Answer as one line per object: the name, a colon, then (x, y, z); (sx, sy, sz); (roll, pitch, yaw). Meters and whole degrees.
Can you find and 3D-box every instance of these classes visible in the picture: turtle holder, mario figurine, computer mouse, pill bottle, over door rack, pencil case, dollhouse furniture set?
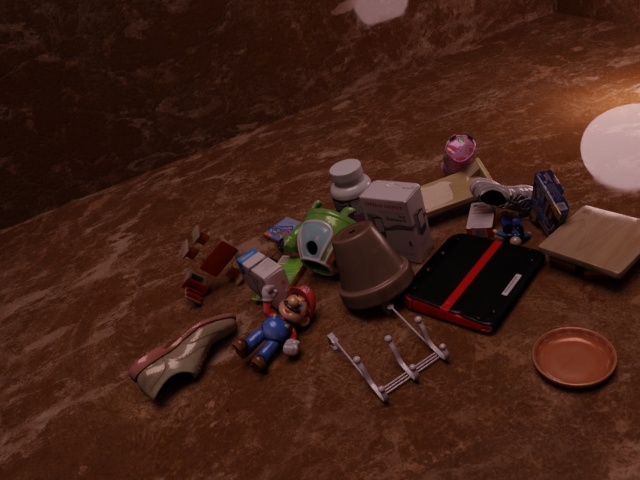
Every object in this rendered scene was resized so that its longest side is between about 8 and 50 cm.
turtle holder: (0.004, -0.006, 2.036); (0.320, 0.243, 0.227); (21, 70, 14)
mario figurine: (-0.136, 0.258, 1.772); (0.320, 0.198, 0.170); (-47, 19, -28)
computer mouse: (-0.186, 0.072, 2.209); (0.071, 0.041, 0.242); (-3, 38, 35)
pill bottle: (0.134, -0.162, 2.148); (0.169, 0.301, 0.169); (-14, 32, 9)
over door rack: (0.184, 0.300, 1.612); (0.240, 0.108, 0.324); (-29, 33, -16)
pencil case: (0.561, -0.343, 2.232); (0.124, 0.124, 0.284); (-15, -11, 7)
dollhouse furniture set: (-0.427, 0.110, 2.123); (0.259, 0.262, 0.135); (-50, 30, 17)

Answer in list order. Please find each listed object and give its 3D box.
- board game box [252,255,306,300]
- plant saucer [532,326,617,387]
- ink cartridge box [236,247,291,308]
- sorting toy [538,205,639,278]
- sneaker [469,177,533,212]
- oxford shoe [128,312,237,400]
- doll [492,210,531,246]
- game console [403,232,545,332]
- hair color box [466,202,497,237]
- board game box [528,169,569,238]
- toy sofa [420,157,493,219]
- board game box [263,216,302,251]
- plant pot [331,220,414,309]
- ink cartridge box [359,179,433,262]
board game box: (-0.150, 0.150, 2.084); (0.124, 0.039, 0.259); (2, 36, 30)
plant saucer: (0.655, 0.307, 1.411); (0.200, 0.037, 0.200); (-14, 33, 10)
ink cartridge box: (-0.200, 0.136, 1.967); (0.086, 0.148, 0.203); (-35, 36, -22)
sorting toy: (0.863, 0.022, 1.678); (0.257, 0.089, 0.255); (-35, 35, -23)
sneaker: (0.678, -0.141, 1.957); (0.281, 0.105, 0.115); (10, 33, 4)
oxford shoe: (-0.429, 0.389, 1.828); (0.397, 0.140, 0.146); (-32, 65, -27)
doll: (0.669, -0.035, 1.904); (0.129, 0.046, 0.189); (2, 35, 8)
game console: (0.491, 0.123, 1.771); (0.342, 0.060, 0.386); (18, 48, 39)
hair color box: (0.595, -0.076, 2.005); (0.093, 0.053, 0.167); (-2, 38, 26)
board game box: (0.776, -0.103, 1.853); (0.060, 0.194, 0.194); (-12, 53, -2)
toy sofa: (0.488, -0.163, 2.136); (0.363, 0.177, 0.150); (-20, 57, 0)
board game box: (-0.109, -0.025, 2.333); (0.145, 0.027, 0.281); (-36, 36, -26)
plant pot: (0.149, 0.067, 1.810); (0.263, 0.229, 0.263); (-24, 18, 8)
ink cartridge box: (0.274, -0.068, 1.959); (0.198, 0.272, 0.115); (9, 42, 38)
